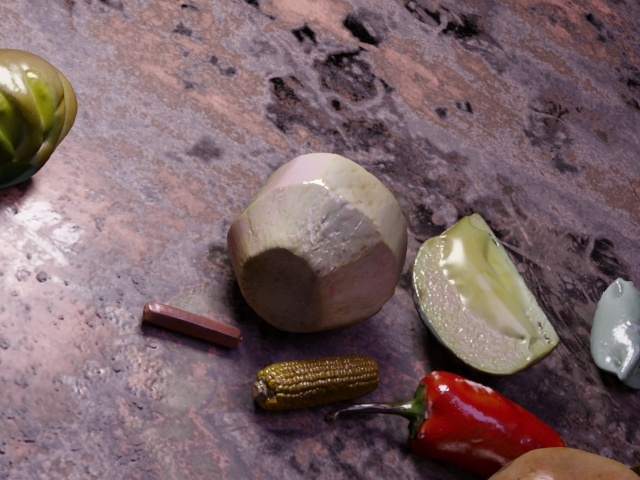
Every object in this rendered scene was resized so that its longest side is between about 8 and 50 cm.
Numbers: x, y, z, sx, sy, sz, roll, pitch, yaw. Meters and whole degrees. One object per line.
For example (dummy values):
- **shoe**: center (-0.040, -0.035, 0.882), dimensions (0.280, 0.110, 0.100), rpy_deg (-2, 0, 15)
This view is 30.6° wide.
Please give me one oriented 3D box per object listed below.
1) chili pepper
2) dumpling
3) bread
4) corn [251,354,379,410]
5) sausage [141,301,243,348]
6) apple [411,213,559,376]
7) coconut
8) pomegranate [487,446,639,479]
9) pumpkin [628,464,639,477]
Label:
- **chili pepper**: center (0.192, 0.254, 1.667), dimensions (0.338, 0.131, 0.135), rpy_deg (29, 36, -8)
- **dumpling**: center (0.527, 0.170, 1.965), dimensions (0.149, 0.105, 0.217), rpy_deg (29, 45, -11)
- **bread**: center (-0.454, -0.157, 1.542), dimensions (0.260, 0.156, 0.158), rpy_deg (-32, 76, -6)
- **corn**: center (-0.005, 0.195, 1.628), dimensions (0.207, 0.068, 0.068), rpy_deg (-4, 59, -34)
- **sausage**: center (-0.174, 0.116, 1.603), dimensions (0.147, 0.035, 0.030), rpy_deg (20, 80, -21)
- **apple**: center (0.227, 0.107, 1.816), dimensions (0.193, 0.120, 0.265), rpy_deg (-18, 65, -27)
- **coconut**: center (0.000, 0.000, 1.669), dimensions (0.259, 0.259, 0.259), rpy_deg (17, 49, -21)
- **pomegranate**: center (0.313, 0.425, 1.467), dimensions (0.338, 0.338, 0.338), rpy_deg (17, 49, -21)
- **pumpkin**: center (0.543, 0.409, 1.677), dimensions (0.095, 0.290, 0.258), rpy_deg (10, 50, -62)
